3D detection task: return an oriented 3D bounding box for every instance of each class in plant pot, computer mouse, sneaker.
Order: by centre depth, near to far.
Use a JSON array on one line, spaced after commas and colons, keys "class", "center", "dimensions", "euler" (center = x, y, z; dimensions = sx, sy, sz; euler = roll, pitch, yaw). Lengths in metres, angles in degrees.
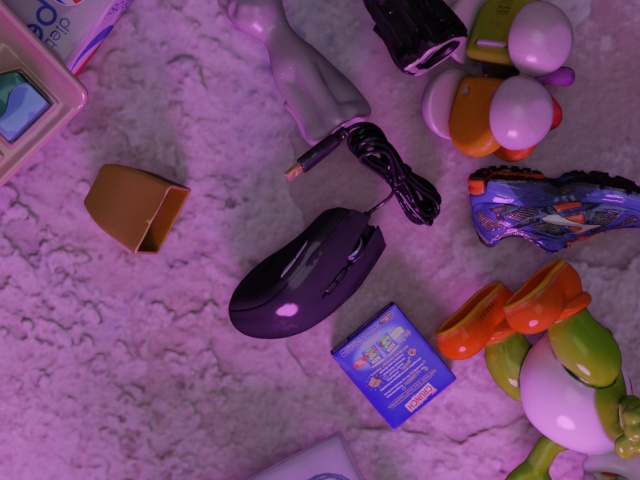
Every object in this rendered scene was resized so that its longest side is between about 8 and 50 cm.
[{"class": "computer mouse", "center": [0.000, 0.000, 1.366], "dimensions": [0.262, 0.060, 0.184], "euler": [-37, 132, 2]}, {"class": "plant pot", "center": [-0.201, -0.040, 1.400], "dimensions": [0.083, 0.081, 0.081], "euler": [28, 94, 9]}, {"class": "sneaker", "center": [0.265, -0.028, 1.413], "dimensions": [0.221, 0.083, 0.087], "euler": [5, 108, 4]}]

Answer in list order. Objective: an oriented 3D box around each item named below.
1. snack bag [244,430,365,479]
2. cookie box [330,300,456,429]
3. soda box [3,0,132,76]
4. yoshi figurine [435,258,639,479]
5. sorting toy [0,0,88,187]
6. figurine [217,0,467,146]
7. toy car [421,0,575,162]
[{"class": "snack bag", "center": [-0.032, 0.414, 1.355], "dimensions": [0.323, 0.037, 0.342], "euler": [-27, 79, -19]}, {"class": "cookie box", "center": [0.079, 0.136, 1.432], "dimensions": [0.092, 0.040, 0.107], "euler": [-39, 93, 2]}, {"class": "soda box", "center": [-0.284, -0.221, 1.377], "dimensions": [0.098, 0.091, 0.286], "euler": [36, 93, -1]}, {"class": "yoshi figurine", "center": [0.267, 0.217, 1.367], "dimensions": [0.203, 0.203, 0.362], "euler": [-34, 98, 5]}, {"class": "sorting toy", "center": [-0.367, -0.143, 1.316], "dimensions": [0.208, 0.038, 0.193], "euler": [-44, 93, 6]}, {"class": "figurine", "center": [0.009, -0.231, 1.359], "dimensions": [0.215, 0.092, 0.209], "euler": [-37, 82, 26]}, {"class": "toy car", "center": [0.203, -0.169, 1.373], "dimensions": [0.136, 0.159, 0.182], "euler": [11, 94, -36]}]
